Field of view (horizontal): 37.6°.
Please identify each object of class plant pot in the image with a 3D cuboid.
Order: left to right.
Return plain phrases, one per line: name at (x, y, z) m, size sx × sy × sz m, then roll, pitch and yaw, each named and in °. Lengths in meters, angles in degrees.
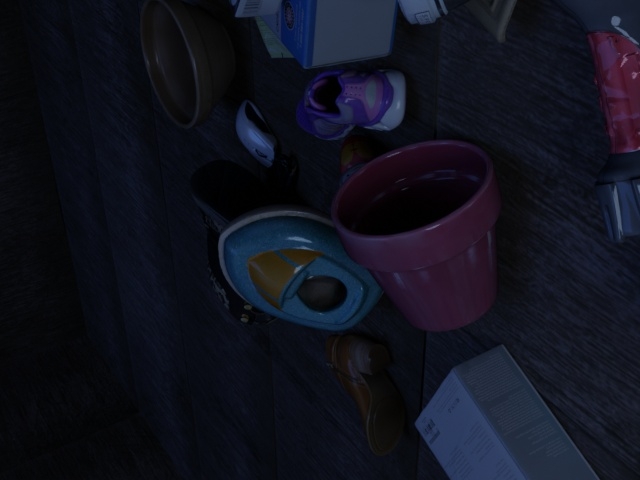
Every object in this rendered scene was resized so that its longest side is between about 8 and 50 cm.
plant pot at (-0.225, -0.329, 1.677) m, size 0.237 × 0.110 × 0.237 m, roll 44°, pitch 146°, yaw 42°
plant pot at (0.134, 0.003, 1.149) m, size 0.201 × 0.201 × 0.180 m, roll 31°, pitch 151°, yaw 52°

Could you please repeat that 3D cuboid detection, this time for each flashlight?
flashlight at (0.264, -0.151, 0.851) m, size 0.103 × 0.103 × 0.304 m, roll -9°, pitch 97°, yaw 30°

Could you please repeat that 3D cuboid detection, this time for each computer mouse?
computer mouse at (-0.106, -0.162, 1.642) m, size 0.193 × 0.042 × 0.106 m, roll 57°, pitch 153°, yaw 24°

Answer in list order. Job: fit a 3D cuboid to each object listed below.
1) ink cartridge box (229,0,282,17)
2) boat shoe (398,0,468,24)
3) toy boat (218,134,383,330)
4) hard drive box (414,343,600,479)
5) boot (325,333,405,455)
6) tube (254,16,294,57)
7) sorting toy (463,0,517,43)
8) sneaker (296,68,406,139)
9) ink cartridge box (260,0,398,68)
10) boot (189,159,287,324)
ink cartridge box at (-0.110, -0.444, 1.102) m, size 0.332 × 0.065 × 0.165 m, roll 68°, pitch 155°, yaw 22°
boat shoe at (0.088, -0.389, 0.944) m, size 0.121 × 0.119 × 0.335 m, roll -46°, pitch -65°, yaw -79°
toy boat at (0.000, 0.000, 1.359) m, size 0.148 × 0.268 × 0.318 m, roll -97°, pitch 31°, yaw -56°
hard drive box at (0.243, 0.285, 1.236) m, size 0.232 × 0.089 × 0.181 m, roll 58°, pitch 152°, yaw 24°
boot at (0.069, 0.251, 1.577) m, size 0.152 × 0.073 × 0.197 m, roll 4°, pitch 100°, yaw 61°
tube at (-0.091, -0.395, 1.438) m, size 0.070 × 0.062 × 0.240 m, roll -60°, pitch -44°, yaw -65°
sorting toy at (0.148, -0.387, 0.998) m, size 0.307 × 0.041 × 0.229 m, roll 59°, pitch 153°, yaw 35°
sneaker at (0.016, -0.193, 1.291) m, size 0.236 × 0.105 × 0.095 m, roll 2°, pitch 90°, yaw 62°
ink cartridge box at (-0.023, -0.392, 1.178) m, size 0.307 × 0.129 × 0.223 m, roll -125°, pitch 29°, yaw -42°
boot at (-0.088, 0.060, 1.665) m, size 0.377 × 0.138 × 0.284 m, roll 41°, pitch 153°, yaw 21°
